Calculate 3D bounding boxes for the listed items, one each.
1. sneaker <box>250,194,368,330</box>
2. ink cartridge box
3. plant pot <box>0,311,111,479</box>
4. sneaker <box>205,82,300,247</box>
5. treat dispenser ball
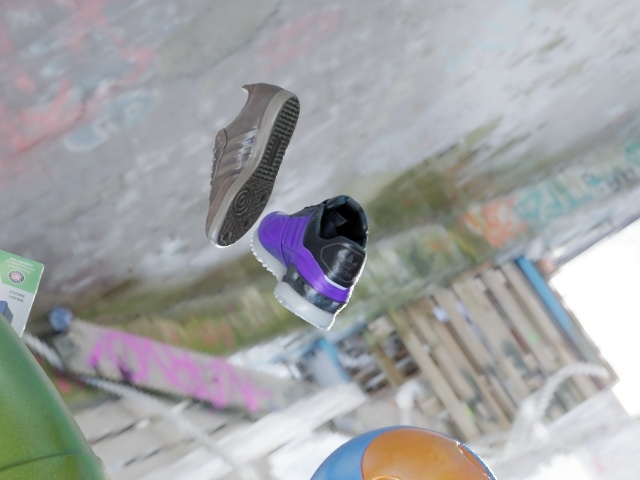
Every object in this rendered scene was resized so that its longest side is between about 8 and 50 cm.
[{"bbox_3d":[0.001,0.001,1.804,0.146,0.102,0.293,-57,-158,11],"label":"sneaker"},{"bbox_3d":[-0.502,0.116,1.988,0.154,0.212,0.093,20,160,-14],"label":"ink cartridge box"},{"bbox_3d":[-0.462,0.233,1.668,0.366,0.353,0.366,-23,163,-7],"label":"plant pot"},{"bbox_3d":[-0.088,-0.085,1.538,0.188,0.071,0.066,-63,149,-5],"label":"sneaker"},{"bbox_3d":[0.109,0.388,1.832,0.288,0.288,0.288,-30,164,-10],"label":"treat dispenser ball"}]
